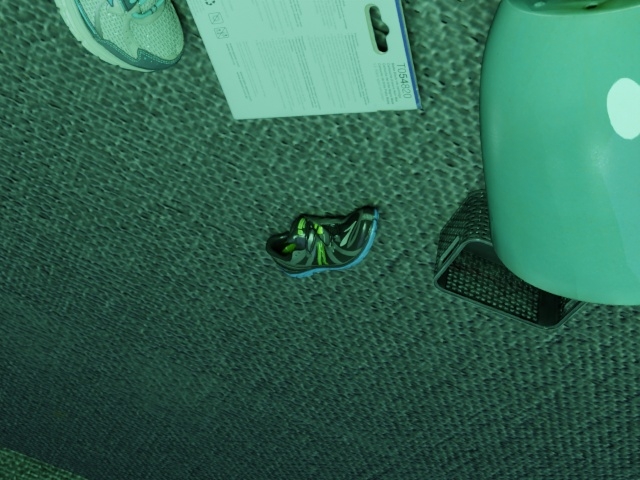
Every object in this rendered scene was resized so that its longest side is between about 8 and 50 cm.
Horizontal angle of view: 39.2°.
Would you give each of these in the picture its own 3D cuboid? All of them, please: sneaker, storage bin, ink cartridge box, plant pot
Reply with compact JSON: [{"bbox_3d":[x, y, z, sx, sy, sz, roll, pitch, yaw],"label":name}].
[{"bbox_3d":[0.000,0.000,1.191,0.188,0.067,0.078,-20,137,40],"label":"sneaker"},{"bbox_3d":[-0.203,-0.274,0.863,0.122,0.110,0.283,5,144,35],"label":"sneaker"},{"bbox_3d":[0.245,0.026,1.130,0.180,0.084,0.122,20,142,-8],"label":"storage bin"},{"bbox_3d":[-0.016,-0.224,0.933,0.223,0.045,0.223,1,140,17],"label":"ink cartridge box"},{"bbox_3d":[0.272,-0.126,0.781,0.293,0.293,0.235,-4,124,23],"label":"plant pot"}]
